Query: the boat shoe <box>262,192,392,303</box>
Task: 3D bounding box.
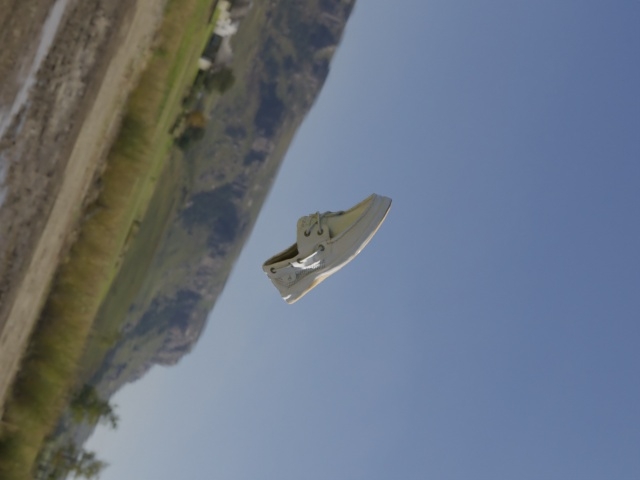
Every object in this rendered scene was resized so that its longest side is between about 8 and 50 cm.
[{"bbox_3d":[0.000,0.000,1.484,0.277,0.096,0.098,-41,-170,35],"label":"boat shoe"}]
